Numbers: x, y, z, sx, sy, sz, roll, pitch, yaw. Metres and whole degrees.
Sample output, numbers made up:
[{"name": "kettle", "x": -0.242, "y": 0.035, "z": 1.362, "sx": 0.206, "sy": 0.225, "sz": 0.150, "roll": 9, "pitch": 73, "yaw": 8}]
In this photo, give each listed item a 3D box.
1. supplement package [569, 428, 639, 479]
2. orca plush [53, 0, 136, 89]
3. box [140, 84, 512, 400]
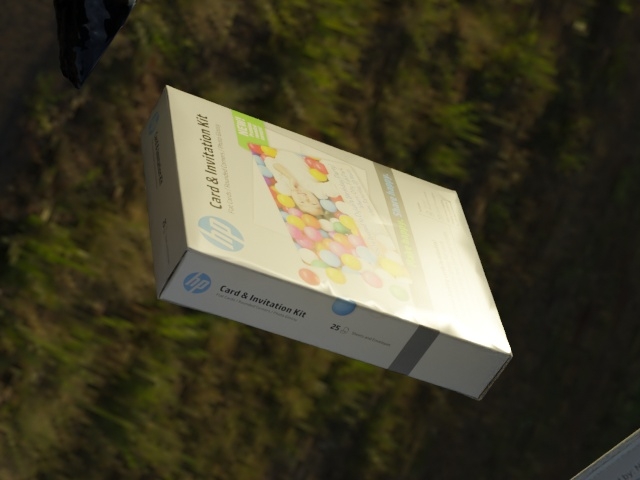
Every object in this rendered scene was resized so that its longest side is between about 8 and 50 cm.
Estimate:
[{"name": "supplement package", "x": 0.116, "y": 0.181, "z": 0.626, "sx": 0.204, "sy": 0.145, "sz": 0.262, "roll": -34, "pitch": 160, "yaw": -11}, {"name": "orca plush", "x": -0.205, "y": -0.147, "z": 0.632, "sx": 0.151, "sy": 0.287, "sz": 0.102, "roll": -49, "pitch": -171, "yaw": 19}, {"name": "box", "x": 0.000, "y": 0.000, "z": 0.882, "sx": 0.038, "sy": 0.186, "sz": 0.145, "roll": -58, "pitch": -154, "yaw": 30}]
